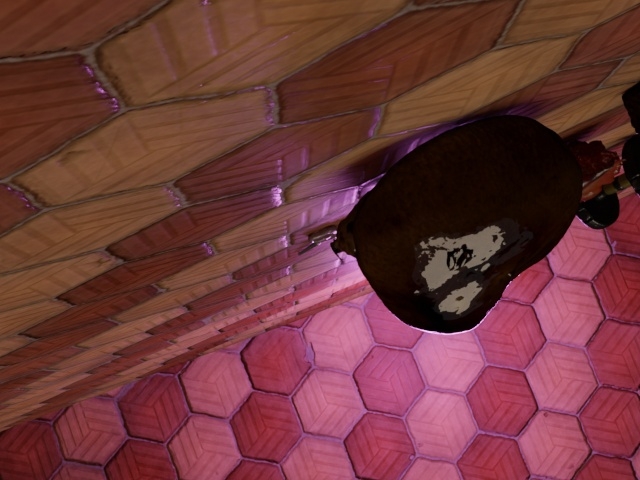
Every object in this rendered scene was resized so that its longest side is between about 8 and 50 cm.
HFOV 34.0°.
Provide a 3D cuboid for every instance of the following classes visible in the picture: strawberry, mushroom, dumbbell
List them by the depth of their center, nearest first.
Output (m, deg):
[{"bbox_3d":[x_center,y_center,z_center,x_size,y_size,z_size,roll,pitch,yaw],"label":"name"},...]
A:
[{"bbox_3d":[0.162,-0.037,1.386,0.345,0.259,0.345,-28,149,-19],"label":"mushroom"},{"bbox_3d":[0.410,-0.113,1.781,0.174,0.098,0.228,-20,170,-11],"label":"strawberry"},{"bbox_3d":[0.597,-0.115,2.087,0.143,0.143,0.325,-14,170,-42],"label":"dumbbell"}]

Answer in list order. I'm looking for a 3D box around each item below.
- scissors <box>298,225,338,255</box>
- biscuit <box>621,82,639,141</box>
[{"bbox_3d":[0.000,0.000,1.793,0.100,0.015,0.189,-15,173,-27],"label":"scissors"},{"bbox_3d":[0.539,-0.216,1.342,0.073,0.107,0.388,-18,172,-23],"label":"biscuit"}]
